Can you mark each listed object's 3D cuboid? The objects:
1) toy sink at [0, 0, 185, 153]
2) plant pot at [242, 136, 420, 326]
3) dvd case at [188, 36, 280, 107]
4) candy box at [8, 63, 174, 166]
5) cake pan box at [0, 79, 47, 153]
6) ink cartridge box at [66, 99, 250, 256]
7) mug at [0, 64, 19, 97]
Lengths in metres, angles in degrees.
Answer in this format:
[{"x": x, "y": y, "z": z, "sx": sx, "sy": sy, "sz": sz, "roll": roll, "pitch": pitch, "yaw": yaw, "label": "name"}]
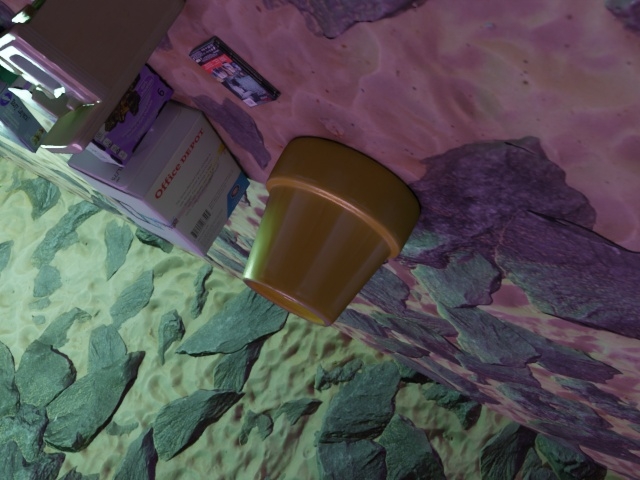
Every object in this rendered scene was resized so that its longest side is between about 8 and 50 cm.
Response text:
[{"x": -0.306, "y": -0.239, "z": 0.723, "sx": 0.131, "sy": 0.234, "sz": 0.153, "roll": 39, "pitch": 164, "yaw": -36, "label": "toy sink"}, {"x": 0.000, "y": 0.000, "z": 0.964, "sx": 0.254, "sy": 0.239, "sz": 0.254, "roll": 27, "pitch": 165, "yaw": 8, "label": "plant pot"}, {"x": -0.123, "y": -0.235, "z": 0.836, "sx": 0.119, "sy": 0.013, "sz": 0.087, "roll": 38, "pitch": 163, "yaw": -28, "label": "dvd case"}, {"x": -0.362, "y": -0.243, "z": 0.953, "sx": 0.070, "sy": 0.164, "sz": 0.196, "roll": 17, "pitch": 162, "yaw": 39, "label": "candy box"}, {"x": -0.738, "y": -0.309, "z": 1.243, "sx": 0.246, "sy": 0.070, "sz": 0.267, "roll": 27, "pitch": 166, "yaw": 0, "label": "cake pan box"}, {"x": -0.307, "y": -0.132, "z": 1.172, "sx": 0.197, "sy": 0.198, "sz": 0.270, "roll": 24, "pitch": 164, "yaw": 22, "label": "ink cartridge box"}, {"x": -0.671, "y": -0.368, "z": 1.247, "sx": 0.158, "sy": 0.097, "sz": 0.129, "roll": 19, "pitch": 163, "yaw": 31, "label": "mug"}]
